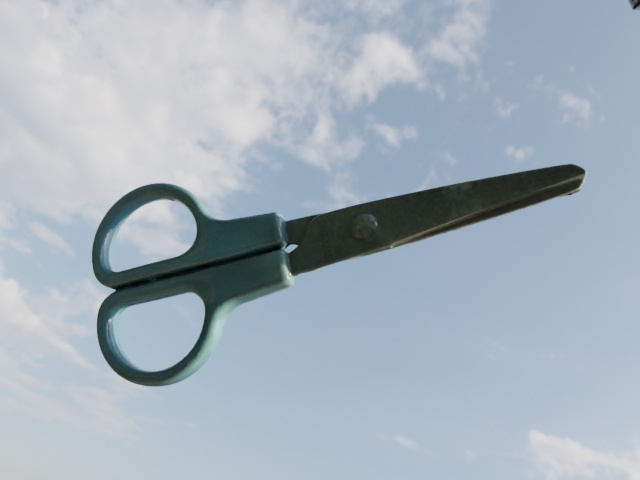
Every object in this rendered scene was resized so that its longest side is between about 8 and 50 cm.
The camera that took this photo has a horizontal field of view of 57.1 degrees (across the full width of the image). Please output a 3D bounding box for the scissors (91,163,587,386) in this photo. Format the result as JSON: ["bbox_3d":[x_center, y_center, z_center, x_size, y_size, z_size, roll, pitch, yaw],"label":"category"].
[{"bbox_3d":[0.000,0.000,0.515,0.447,0.192,0.029,-14,-19,12],"label":"scissors"}]

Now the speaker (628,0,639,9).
[{"bbox_3d":[0.390,-0.357,0.511,0.254,0.184,0.232,-14,-28,-9],"label":"speaker"}]
